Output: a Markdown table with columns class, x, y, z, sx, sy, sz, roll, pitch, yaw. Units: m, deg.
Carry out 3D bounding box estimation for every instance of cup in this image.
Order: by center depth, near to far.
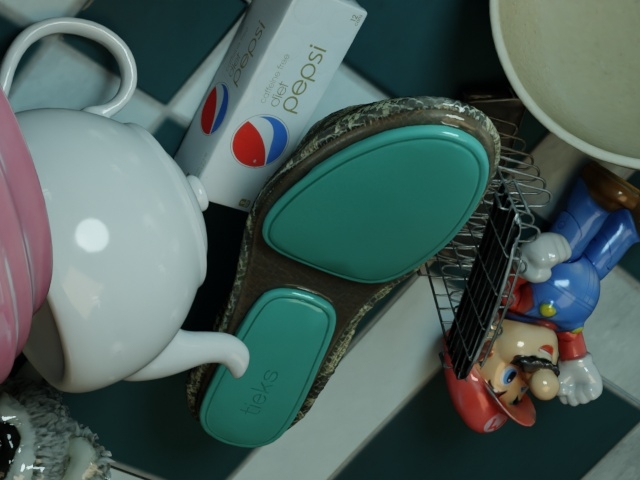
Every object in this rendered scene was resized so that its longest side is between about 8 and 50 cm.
| class | x | y | z | sx | sy | sz | roll | pitch | yaw |
| --- | --- | --- | --- | --- | --- | --- | --- | --- | --- |
| cup | 0.347 | -0.204 | 1.046 | 0.331 | 0.331 | 0.237 | -49 | 154 | 14 |

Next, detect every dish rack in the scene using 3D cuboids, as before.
| class | x | y | z | sx | sy | sz | roll | pitch | yaw |
| --- | --- | --- | --- | --- | --- | --- | --- | --- | --- |
| dish rack | 0.155 | -0.007 | 1.108 | 0.074 | 0.271 | 0.208 | 7 | 122 | -9 |

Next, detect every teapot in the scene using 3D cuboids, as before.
| class | x | y | z | sx | sy | sz | roll | pitch | yaw |
| --- | --- | --- | --- | --- | --- | --- | --- | --- | --- |
| teapot | -0.181 | -0.014 | 0.978 | 0.187 | 0.252 | 0.256 | -28 | 146 | -26 |

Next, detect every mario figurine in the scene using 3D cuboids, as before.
| class | x | y | z | sx | sy | sz | roll | pitch | yaw |
| --- | --- | --- | --- | --- | --- | --- | --- | --- | --- |
| mario figurine | 0.267 | 0.087 | 1.279 | 0.198 | 0.170 | 0.320 | 34 | 100 | -3 |

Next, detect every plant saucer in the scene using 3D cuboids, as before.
| class | x | y | z | sx | sy | sz | roll | pitch | yaw |
| --- | --- | --- | --- | --- | --- | --- | --- | --- | --- |
| plant saucer | -0.288 | -0.051 | 0.835 | 0.084 | 0.332 | 0.332 | -25 | 134 | -31 |

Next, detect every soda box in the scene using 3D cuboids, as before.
| class | x | y | z | sx | sy | sz | roll | pitch | yaw |
| --- | --- | --- | --- | --- | --- | --- | --- | --- | --- |
| soda box | -0.049 | -0.134 | 1.040 | 0.074 | 0.069 | 0.216 | 15 | 116 | -32 |

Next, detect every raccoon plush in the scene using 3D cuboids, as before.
| class | x | y | z | sx | sy | sz | roll | pitch | yaw |
| --- | --- | --- | --- | --- | --- | --- | --- | --- | --- |
| raccoon plush | -0.366 | 0.288 | 1.187 | 0.299 | 0.216 | 0.446 | -27 | 162 | -22 |

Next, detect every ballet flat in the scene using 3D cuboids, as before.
| class | x | y | z | sx | sy | sz | roll | pitch | yaw |
| --- | --- | --- | --- | --- | --- | --- | --- | --- | --- |
| ballet flat | 0.000 | 0.000 | 1.069 | 0.164 | 0.182 | 0.483 | 20 | 133 | -14 |
